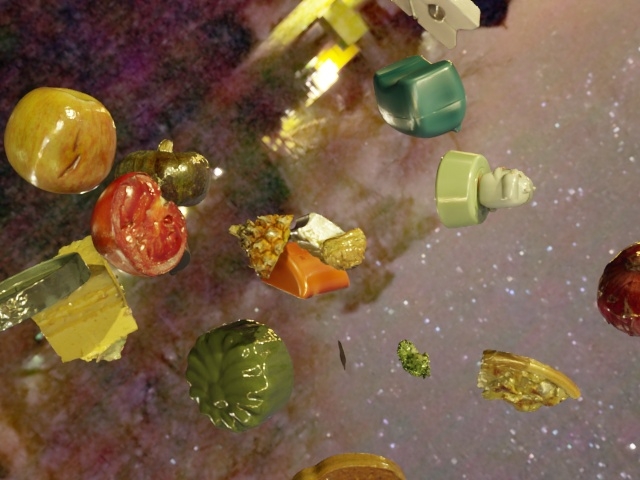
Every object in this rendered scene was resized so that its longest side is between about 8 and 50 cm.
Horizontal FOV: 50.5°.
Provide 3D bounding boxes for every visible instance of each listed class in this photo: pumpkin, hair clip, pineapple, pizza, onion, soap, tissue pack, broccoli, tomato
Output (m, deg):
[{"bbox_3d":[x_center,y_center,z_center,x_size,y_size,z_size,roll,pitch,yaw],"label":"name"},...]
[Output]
[{"bbox_3d":[-0.495,-0.229,2.272,0.325,0.242,0.232,-7,179,-41],"label":"pumpkin"},{"bbox_3d":[0.174,-0.512,1.338,0.101,0.330,0.085,-36,-151,39],"label":"hair clip"},{"bbox_3d":[-0.179,0.017,1.865,0.250,0.164,0.140,-48,-159,53],"label":"pineapple"},{"bbox_3d":[0.563,0.415,1.931,0.223,0.323,0.089,-54,-163,46],"label":"pizza"},{"bbox_3d":[0.742,0.102,1.519,0.246,0.190,0.246,-34,-158,16],"label":"onion"},{"bbox_3d":[0.000,0.000,1.978,0.089,0.173,0.274,-56,-172,-7],"label":"soap"},{"bbox_3d":[0.280,-0.396,1.920,0.198,0.206,0.287,-25,-156,-11],"label":"tissue pack"},{"bbox_3d":[0.248,0.310,1.783,0.092,0.095,0.097,125,-27,-62],"label":"broccoli"},{"bbox_3d":[-0.407,-0.025,1.458,0.139,0.233,0.200,-10,-141,30],"label":"tomato"}]

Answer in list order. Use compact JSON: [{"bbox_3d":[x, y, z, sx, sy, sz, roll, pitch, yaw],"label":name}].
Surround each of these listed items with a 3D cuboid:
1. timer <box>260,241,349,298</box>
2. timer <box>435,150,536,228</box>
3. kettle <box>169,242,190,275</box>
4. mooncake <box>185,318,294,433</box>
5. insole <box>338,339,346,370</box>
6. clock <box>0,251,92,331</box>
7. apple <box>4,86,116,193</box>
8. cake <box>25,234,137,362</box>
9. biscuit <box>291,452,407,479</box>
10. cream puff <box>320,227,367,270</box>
[{"bbox_3d":[-0.048,0.123,2.565,0.257,0.250,0.161,-10,127,-44],"label":"timer"},{"bbox_3d":[0.609,-0.186,2.451,0.315,0.291,0.291,1,-145,32],"label":"timer"},{"bbox_3d":[-0.525,-0.010,2.349,0.144,0.232,0.202,-3,125,-36],"label":"kettle"},{"bbox_3d":[-0.272,0.442,2.208,0.356,0.356,0.194,-37,163,28],"label":"mooncake"},{"bbox_3d":[0.069,0.363,2.136,0.004,0.064,0.188,-19,151,-8],"label":"insole"},{"bbox_3d":[-0.594,0.108,1.343,0.280,0.055,0.280,-22,-165,6],"label":"clock"},{"bbox_3d":[-0.615,-0.251,1.627,0.264,0.264,0.264,-41,-171,8],"label":"apple"},{"bbox_3d":[-0.632,0.181,1.829,0.222,0.286,0.227,-27,-142,-11],"label":"cake"},{"bbox_3d":[0.062,0.713,1.757,0.074,0.358,0.381,-104,-153,-65],"label":"biscuit"},{"bbox_3d":[0.063,0.028,1.771,0.119,0.104,0.133,-14,-174,35],"label":"cream puff"}]
